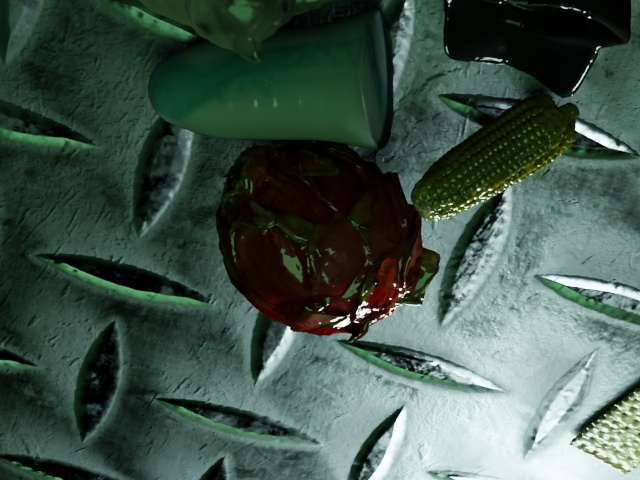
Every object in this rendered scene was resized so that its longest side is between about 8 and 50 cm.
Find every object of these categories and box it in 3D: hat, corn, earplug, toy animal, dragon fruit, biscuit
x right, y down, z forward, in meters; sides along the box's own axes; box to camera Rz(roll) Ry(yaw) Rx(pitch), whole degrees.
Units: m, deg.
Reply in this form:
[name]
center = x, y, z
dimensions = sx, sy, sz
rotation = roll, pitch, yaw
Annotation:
[hat]
center = 0.276, -0.329, 1.585
dimensions = 0.238, 0.208, 0.336
rotation = 17, 169, 3
[corn]
center = 0.240, -0.114, 1.743
dimensions = 0.262, 0.097, 0.097
rotation = -32, 124, -4
[earplug]
center = -0.075, -0.209, 1.707
dimensions = 0.324, 0.185, 0.185
rotation = 0, 130, 16
[toy animal]
center = -0.163, -0.357, 1.570
dimensions = 0.266, 0.188, 0.307
rotation = -4, 134, 28
[dragon fruit]
center = 0.000, 0.000, 1.792
dimensions = 0.343, 0.277, 0.277
rotation = 24, 127, -14
[biscuit]
center = 0.545, 0.307, 2.147
dimensions = 0.139, 0.016, 0.231
rotation = 29, 126, -18
